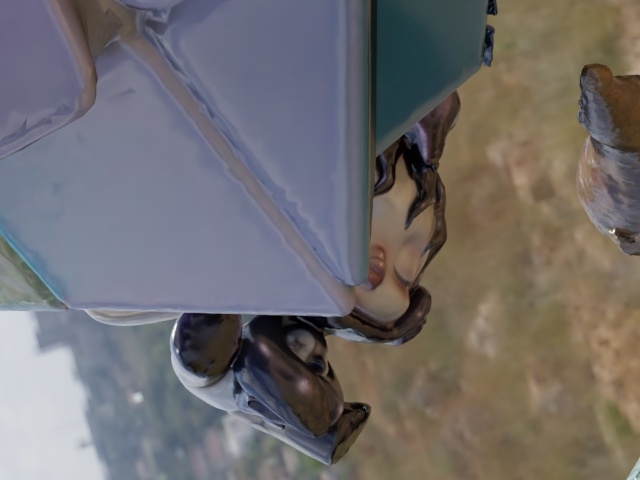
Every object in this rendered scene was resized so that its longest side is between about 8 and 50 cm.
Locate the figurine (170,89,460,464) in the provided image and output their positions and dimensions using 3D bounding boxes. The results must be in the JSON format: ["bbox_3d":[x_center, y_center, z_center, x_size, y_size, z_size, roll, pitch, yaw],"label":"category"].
[{"bbox_3d":[0.000,0.000,1.045,0.222,0.145,0.145,-63,-7,-18],"label":"figurine"}]

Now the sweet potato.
[{"bbox_3d":[0.134,-0.031,0.805,0.226,0.068,0.068,37,-153,-56],"label":"sweet potato"}]

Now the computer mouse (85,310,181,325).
[{"bbox_3d":[-0.109,-0.014,1.536,0.082,0.236,0.145,-38,-73,-59],"label":"computer mouse"}]

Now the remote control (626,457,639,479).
[{"bbox_3d":[0.188,0.203,1.158,0.045,0.256,0.097,40,155,-11],"label":"remote control"}]

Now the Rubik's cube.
[{"bbox_3d":[-0.109,-0.153,0.708,0.358,0.368,0.387,-83,-5,-54],"label":"Rubik's cube"}]
